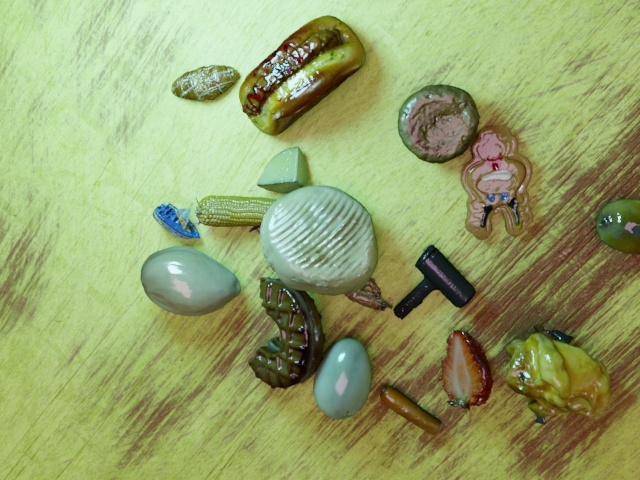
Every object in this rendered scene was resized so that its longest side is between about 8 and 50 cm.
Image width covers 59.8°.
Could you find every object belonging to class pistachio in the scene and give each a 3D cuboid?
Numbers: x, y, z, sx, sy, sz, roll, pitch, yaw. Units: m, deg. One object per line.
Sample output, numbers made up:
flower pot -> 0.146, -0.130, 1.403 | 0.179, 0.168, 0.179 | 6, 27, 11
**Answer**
pistachio -> -0.424, 0.135, 1.814 | 0.332, 0.208, 0.226 | 16, 61, 1

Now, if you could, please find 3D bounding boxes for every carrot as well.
carrot -> 0.287, 0.551, 1.816 | 0.225, 0.067, 0.067 | 34, 106, 1

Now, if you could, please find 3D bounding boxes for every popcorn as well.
popcorn -> 0.657, 0.389, 1.592 | 0.316, 0.297, 0.281 | 13, 89, -24

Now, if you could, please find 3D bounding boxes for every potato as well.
potato -> -0.113, -0.218, 1.750 | 0.149, 0.081, 0.120 | -3, 70, 28

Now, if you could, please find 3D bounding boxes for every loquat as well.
loquat -> 0.870, -0.038, 1.544 | 0.195, 0.152, 0.152 | 12, 104, 1

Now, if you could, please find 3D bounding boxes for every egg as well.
egg -> 0.074, 0.441, 1.776 | 0.183, 0.183, 0.264 | 16, 98, 8

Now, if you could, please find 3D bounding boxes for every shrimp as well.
shrimp -> 0.155, 0.169, 1.785 | 0.180, 0.041, 0.099 | 29, 91, 5

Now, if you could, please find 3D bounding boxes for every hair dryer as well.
hair dryer -> 0.328, 0.161, 1.732 | 0.197, 0.089, 0.251 | 44, 115, -2

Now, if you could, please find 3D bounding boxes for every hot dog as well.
hot dog -> -0.068, -0.469, 1.600 | 0.405, 0.223, 0.185 | -37, 95, 16

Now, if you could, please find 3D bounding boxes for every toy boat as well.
toy boat -> -0.457, -0.070, 1.824 | 0.175, 0.091, 0.110 | 41, 123, -4

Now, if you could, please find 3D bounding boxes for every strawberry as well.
strawberry -> 0.471, 0.405, 1.738 | 0.175, 0.107, 0.236 | 26, 108, 43

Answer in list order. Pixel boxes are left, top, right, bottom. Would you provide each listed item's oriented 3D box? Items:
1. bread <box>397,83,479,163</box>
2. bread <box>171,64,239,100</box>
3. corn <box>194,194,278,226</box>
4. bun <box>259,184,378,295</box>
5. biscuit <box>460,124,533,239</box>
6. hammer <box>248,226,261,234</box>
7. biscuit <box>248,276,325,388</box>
bread -> 0.336, -0.334, 1.598 | 0.230, 0.123, 0.230 | 1, 102, 5
bread -> -0.367, -0.487, 1.731 | 0.233, 0.076, 0.105 | -9, 98, 14
corn -> -0.245, -0.095, 1.773 | 0.305, 0.106, 0.106 | 0, 101, 7
bun -> 0.000, 0.000, 1.669 | 0.362, 0.234, 0.326 | 19, 84, -1
biscuit -> 0.516, -0.168, 1.634 | 0.202, 0.047, 0.334 | -3, 100, 12
hammer -> -0.160, 0.032, 1.826 | 0.062, 0.013, 0.199 | -32, 93, 16
biscuit -> -0.108, 0.309, 1.777 | 0.268, 0.115, 0.366 | 16, 108, 41
